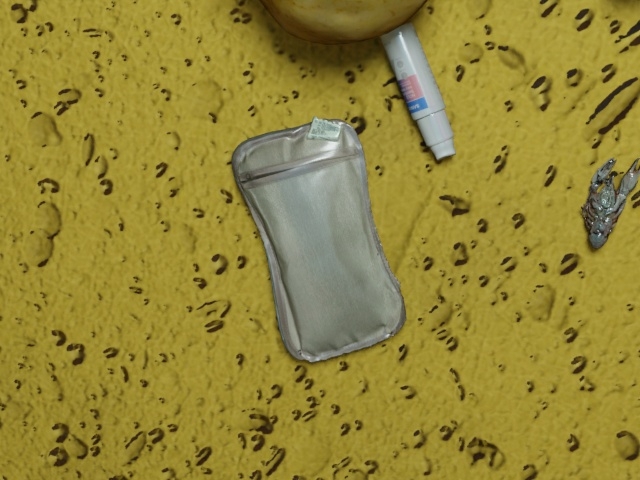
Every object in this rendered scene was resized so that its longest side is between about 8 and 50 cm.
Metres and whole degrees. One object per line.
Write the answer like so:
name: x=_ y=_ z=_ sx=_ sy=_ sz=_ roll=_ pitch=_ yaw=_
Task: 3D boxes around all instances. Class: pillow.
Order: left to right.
pillow: x=0.000 y=0.000 z=0.915 sx=0.131 sy=0.038 sz=0.232 roll=-16 pitch=98 yaw=8

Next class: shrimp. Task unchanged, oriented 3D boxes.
shrimp: x=0.264 y=-0.039 z=0.875 sx=0.038 sy=0.029 sz=0.092 roll=27 pitch=97 yaw=12

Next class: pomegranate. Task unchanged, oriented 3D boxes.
pomegranate: x=0.008 y=-0.256 z=0.799 sx=0.196 sy=0.196 sz=0.196 roll=1 pitch=100 yaw=8

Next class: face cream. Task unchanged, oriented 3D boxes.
face cream: x=0.094 y=-0.136 z=0.879 sx=0.034 sy=0.034 sz=0.130 roll=-22 pitch=97 yaw=12
